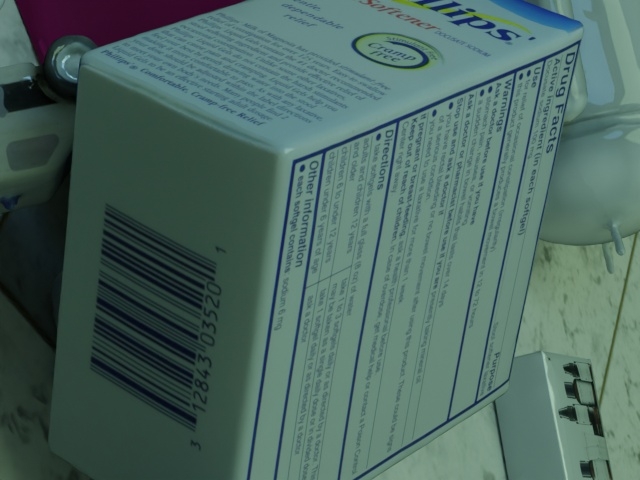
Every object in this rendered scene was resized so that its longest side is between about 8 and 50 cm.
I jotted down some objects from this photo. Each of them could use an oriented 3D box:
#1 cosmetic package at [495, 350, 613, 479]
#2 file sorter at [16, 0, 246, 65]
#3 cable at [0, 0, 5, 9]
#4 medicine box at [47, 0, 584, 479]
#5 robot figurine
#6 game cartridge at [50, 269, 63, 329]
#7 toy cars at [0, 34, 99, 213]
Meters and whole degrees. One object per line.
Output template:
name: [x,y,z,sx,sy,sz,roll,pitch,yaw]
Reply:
cosmetic package: [0.214,0.220,1.569,0.099,0.060,0.239,11,66,-53]
file sorter: [-0.104,-0.271,1.209,0.182,0.202,0.290,-28,98,-58]
cable: [-0.265,-0.220,0.993,0.257,0.089,0.257,48,30,-61]
medicine box: [0.000,0.000,1.056,0.289,0.149,0.263,-26,134,-46]
robot figurine: [0.228,-0.148,1.641,0.300,0.200,0.353,19,57,-71]
game cartridge: [-0.065,0.141,1.203,0.196,0.060,0.294,-17,89,-54]
toy cars: [-0.123,-0.048,1.088,0.394,0.176,0.087,-1,70,-56]
